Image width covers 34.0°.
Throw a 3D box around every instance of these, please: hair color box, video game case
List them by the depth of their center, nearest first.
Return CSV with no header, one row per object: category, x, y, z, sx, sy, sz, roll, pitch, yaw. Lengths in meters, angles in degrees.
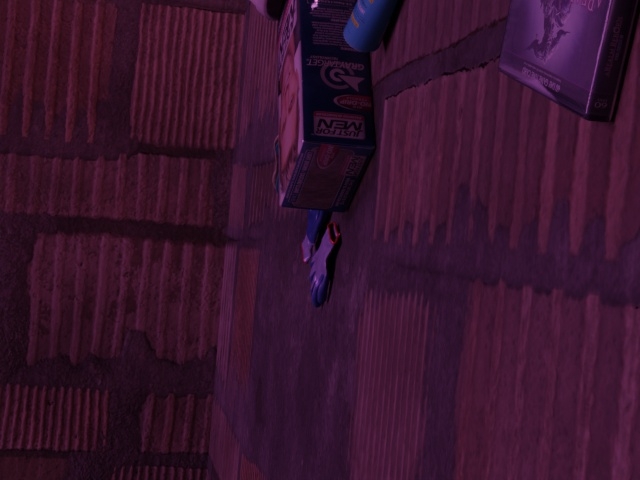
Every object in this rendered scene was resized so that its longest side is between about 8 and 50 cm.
video game case,0.197,-0.243,0.778,0.196,0.026,0.274,-116,33,-68
hair color box,0.001,-0.234,1.539,0.174,0.105,0.347,113,158,-57

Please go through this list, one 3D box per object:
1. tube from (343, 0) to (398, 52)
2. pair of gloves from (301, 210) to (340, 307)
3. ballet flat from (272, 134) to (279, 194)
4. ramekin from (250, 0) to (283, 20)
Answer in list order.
tube,0.086,-0.330,1.321,0.207,0.052,0.080,117,145,-48
pair of gloves,0.000,0.000,1.658,0.198,0.023,0.159,-98,19,-45
ballet flat,-0.037,-0.153,1.779,0.248,0.086,0.086,120,152,-67
ramekin,-0.058,-0.459,1.641,0.207,0.109,0.207,-48,-10,-11
